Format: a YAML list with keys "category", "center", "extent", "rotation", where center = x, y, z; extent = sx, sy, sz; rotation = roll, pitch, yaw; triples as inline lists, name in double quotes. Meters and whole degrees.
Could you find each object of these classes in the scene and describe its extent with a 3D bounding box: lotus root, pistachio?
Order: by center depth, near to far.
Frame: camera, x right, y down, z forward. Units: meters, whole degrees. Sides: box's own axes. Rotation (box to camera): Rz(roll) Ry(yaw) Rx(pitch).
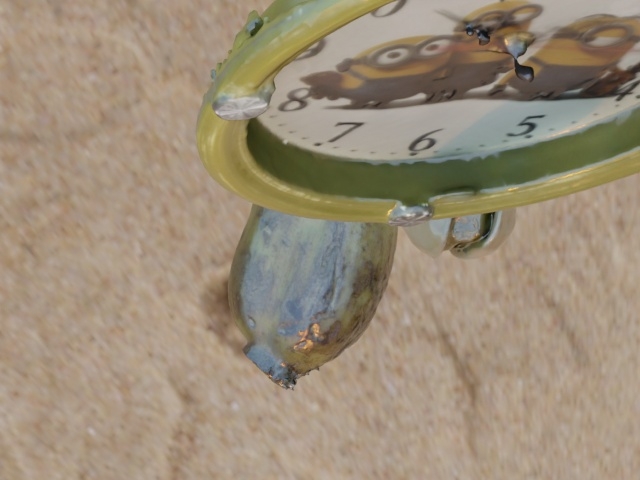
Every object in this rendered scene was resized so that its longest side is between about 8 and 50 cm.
- category: "lotus root"
  center: [0.000, 0.000, 1.165]
  extent: [0.089, 0.080, 0.179]
  rotation: [16, 86, 19]
- category: "pistachio"
  center: [0.127, -0.058, 1.872]
  extent: [0.136, 0.136, 0.226]
  rotation: [-12, 31, 4]

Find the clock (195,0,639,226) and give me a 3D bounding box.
- category: "clock"
  center: [0.067, -0.072, 0.703]
  extent: [0.237, 0.237, 0.057]
  rotation: [-12, 70, 4]
